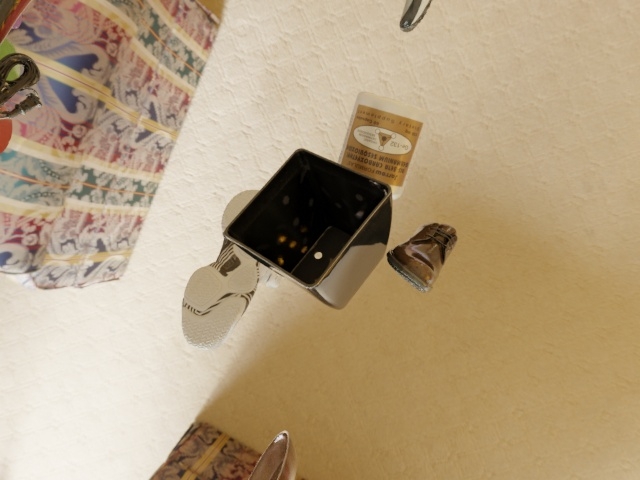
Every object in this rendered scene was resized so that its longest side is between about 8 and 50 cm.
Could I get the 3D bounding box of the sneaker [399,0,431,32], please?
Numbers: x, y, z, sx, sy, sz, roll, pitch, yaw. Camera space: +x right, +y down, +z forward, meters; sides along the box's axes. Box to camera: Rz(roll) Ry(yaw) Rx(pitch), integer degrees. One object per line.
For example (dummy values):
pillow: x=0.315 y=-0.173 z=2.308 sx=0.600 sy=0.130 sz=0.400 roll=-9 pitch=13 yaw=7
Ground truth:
sneaker: x=0.172 y=-0.518 z=0.900 sx=0.108 sy=0.100 sz=0.271 roll=9 pitch=104 yaw=1

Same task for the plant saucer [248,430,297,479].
plant saucer: x=-0.087 y=0.403 z=0.792 sx=0.036 sy=0.198 sz=0.198 roll=30 pitch=96 yaw=-6

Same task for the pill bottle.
pill bottle: x=0.097 y=-0.138 z=0.898 sx=0.131 sy=0.131 sz=0.229 roll=18 pitch=105 yaw=7

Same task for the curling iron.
curling iron: x=-0.259 y=-0.236 z=0.466 sx=0.035 sy=0.068 sz=0.273 roll=15 pitch=84 yaw=47

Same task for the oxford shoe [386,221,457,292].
oxford shoe: x=0.161 y=0.012 z=0.766 sx=0.083 sy=0.227 sz=0.096 roll=40 pitch=110 yaw=3

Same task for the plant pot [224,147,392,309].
plant pot: x=0.000 y=0.000 z=0.784 sx=0.188 sy=0.167 sz=0.187 roll=29 pitch=71 yaw=32

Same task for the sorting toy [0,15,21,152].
sorting toy: x=-0.803 y=-0.393 z=1.176 sx=0.126 sy=0.127 sz=0.365 roll=8 pitch=92 yaw=-3

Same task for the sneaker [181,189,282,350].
sneaker: x=-0.170 y=0.087 z=1.092 sx=0.138 sy=0.210 sz=0.365 roll=9 pitch=61 yaw=14
